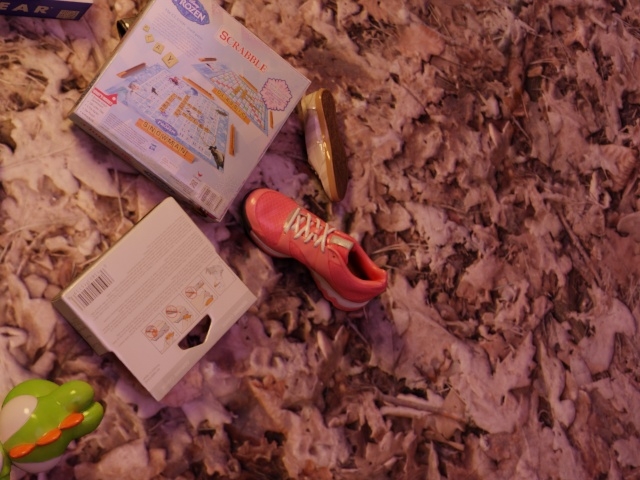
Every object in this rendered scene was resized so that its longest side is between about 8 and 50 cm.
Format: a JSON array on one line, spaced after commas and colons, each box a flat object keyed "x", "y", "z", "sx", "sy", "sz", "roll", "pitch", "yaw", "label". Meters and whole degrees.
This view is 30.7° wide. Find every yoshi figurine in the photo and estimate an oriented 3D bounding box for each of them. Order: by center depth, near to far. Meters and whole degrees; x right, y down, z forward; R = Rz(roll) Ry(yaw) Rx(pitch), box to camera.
[{"x": -0.504, "y": 0.317, "z": 1.742, "sx": 0.362, "sy": 0.203, "sz": 0.203, "roll": -26, "pitch": 50, "yaw": -20, "label": "yoshi figurine"}]

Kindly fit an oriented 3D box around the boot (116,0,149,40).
[{"x": -0.299, "y": -0.416, "z": 2.085, "sx": 0.161, "sy": 0.083, "sz": 0.246, "roll": -31, "pitch": 92, "yaw": -27, "label": "boot"}]

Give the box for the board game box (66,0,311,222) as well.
[{"x": -0.224, "y": -0.249, "z": 2.044, "sx": 0.319, "sy": 0.066, "sz": 0.318, "roll": 39, "pitch": 74, "yaw": -20, "label": "board game box"}]

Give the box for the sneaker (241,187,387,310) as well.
[{"x": 0.001, "y": 0.000, "z": 2.116, "sx": 0.314, "sy": 0.136, "sz": 0.116, "roll": 39, "pitch": 60, "yaw": -17, "label": "sneaker"}]

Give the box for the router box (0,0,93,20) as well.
[{"x": -0.565, "y": -0.535, "z": 1.951, "sx": 0.335, "sy": 0.082, "sz": 0.301, "roll": -1, "pitch": 78, "yaw": -31, "label": "router box"}]

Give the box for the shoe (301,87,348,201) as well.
[{"x": 0.007, "y": -0.178, "z": 2.221, "sx": 0.076, "sy": 0.058, "sz": 0.219, "roll": 1, "pitch": 79, "yaw": -63, "label": "shoe"}]

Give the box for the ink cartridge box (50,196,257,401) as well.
[{"x": -0.275, "y": 0.100, "z": 1.971, "sx": 0.239, "sy": 0.060, "sz": 0.275, "roll": 51, "pitch": 57, "yaw": -11, "label": "ink cartridge box"}]
